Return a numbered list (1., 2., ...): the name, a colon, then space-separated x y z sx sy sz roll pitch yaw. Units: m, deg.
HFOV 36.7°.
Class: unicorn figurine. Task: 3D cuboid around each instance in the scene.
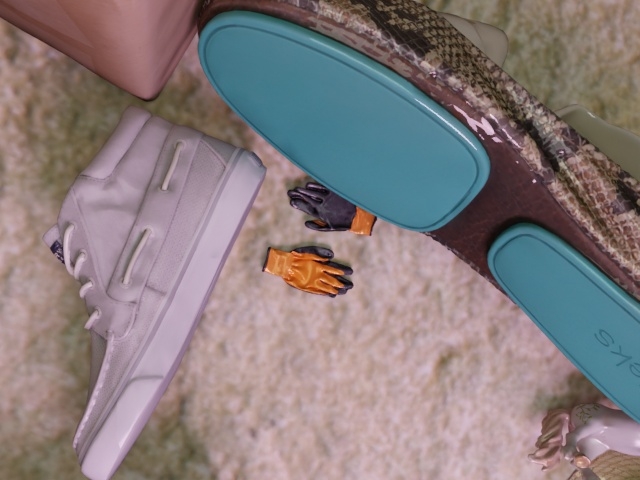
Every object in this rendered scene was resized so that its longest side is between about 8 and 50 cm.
1. unicorn figurine: 0.248 0.156 0.740 0.162 0.111 0.060 19 116 10

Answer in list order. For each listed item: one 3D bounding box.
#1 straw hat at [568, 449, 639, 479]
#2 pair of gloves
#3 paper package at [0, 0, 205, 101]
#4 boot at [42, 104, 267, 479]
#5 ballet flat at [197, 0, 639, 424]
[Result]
1. straw hat: 0.262 0.235 0.758 0.144 0.061 0.144 0 89 -9
2. pair of gloves: 0.000 0.000 0.749 0.074 0.010 0.083 20 84 -8
3. paper package: -0.104 -0.268 0.582 0.168 0.325 0.309 30 85 -6
4. boot: -0.145 0.032 0.694 0.123 0.095 0.258 25 76 -1
5. ballet flat: 0.140 -0.051 0.705 0.483 0.164 0.182 37 57 -2
